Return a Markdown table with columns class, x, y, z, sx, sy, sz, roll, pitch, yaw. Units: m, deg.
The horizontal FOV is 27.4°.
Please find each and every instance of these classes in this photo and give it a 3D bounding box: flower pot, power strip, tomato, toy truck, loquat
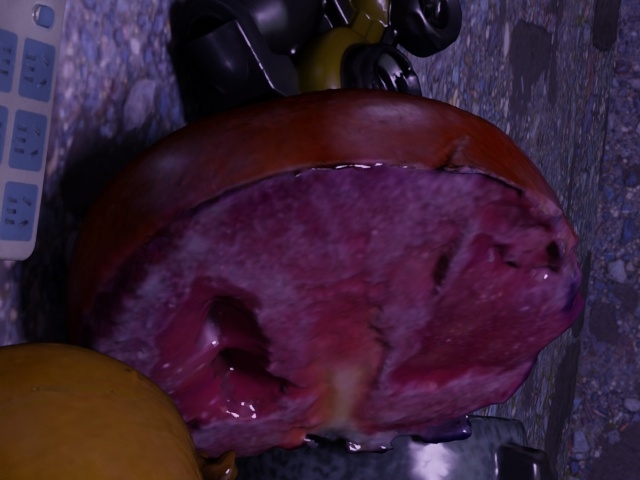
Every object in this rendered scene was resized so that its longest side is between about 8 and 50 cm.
| class | x | y | z | sx | sy | sz | roll | pitch | yaw |
| --- | --- | --- | --- | --- | --- | --- | --- | --- | --- |
| flower pot | 0.055 | 0.273 | 1.031 | 0.299 | 0.299 | 0.282 | 21 | 71 | -67 |
| power strip | -0.175 | -0.078 | 0.700 | 0.081 | 0.035 | 0.192 | 7 | 91 | -68 |
| tomato | 0.004 | -0.003 | 0.833 | 0.289 | 0.335 | 0.176 | 103 | -23 | -51 |
| toy truck | -0.008 | -0.158 | 0.967 | 0.165 | 0.147 | 0.224 | 52 | 44 | -24 |
| loquat | -0.139 | 0.151 | 0.642 | 0.208 | 0.208 | 0.208 | 8 | 90 | -68 |
